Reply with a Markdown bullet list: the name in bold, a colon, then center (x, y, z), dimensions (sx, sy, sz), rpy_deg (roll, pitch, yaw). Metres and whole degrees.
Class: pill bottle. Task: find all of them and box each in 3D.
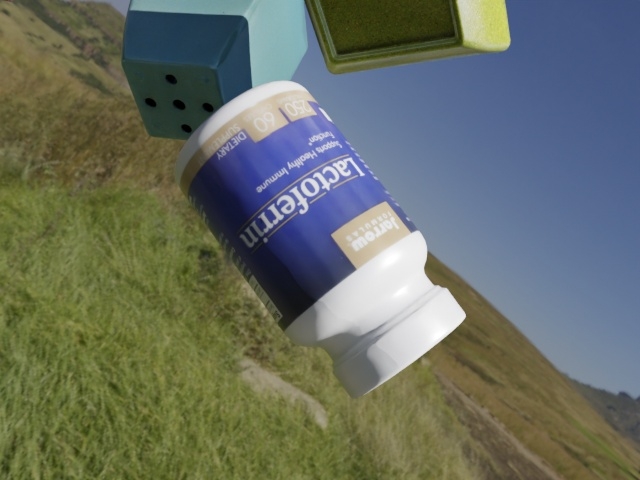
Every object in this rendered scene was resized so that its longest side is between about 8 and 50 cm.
- **pill bottle**: center (0.000, 0.000, 0.547), dimensions (0.264, 0.153, 0.153), rpy_deg (52, 5, 9)

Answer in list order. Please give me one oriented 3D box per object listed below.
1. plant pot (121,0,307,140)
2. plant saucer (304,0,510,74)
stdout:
- **plant pot**: center (-0.126, -0.233, 0.705), dimensions (0.166, 0.234, 0.165), rpy_deg (7, -39, 10)
- **plant saucer**: center (0.055, -0.231, 0.523), dimensions (0.188, 0.045, 0.188), rpy_deg (0, -49, 29)
